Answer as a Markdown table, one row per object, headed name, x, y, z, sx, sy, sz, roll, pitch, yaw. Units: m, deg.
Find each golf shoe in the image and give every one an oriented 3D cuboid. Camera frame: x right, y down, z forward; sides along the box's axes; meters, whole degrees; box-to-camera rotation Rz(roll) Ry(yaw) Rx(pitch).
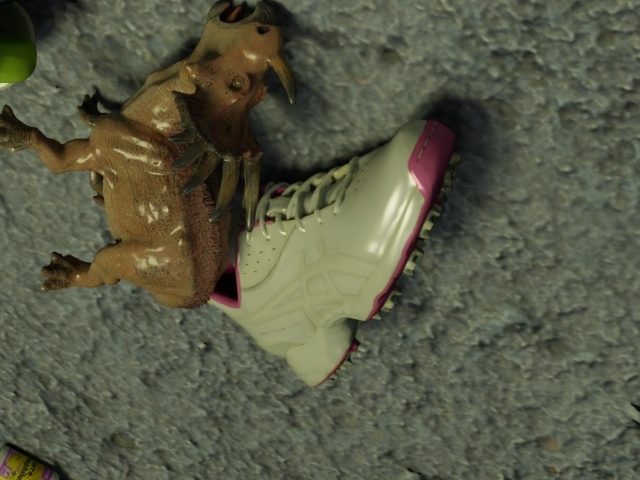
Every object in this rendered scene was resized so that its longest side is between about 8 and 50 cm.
| name | x | y | z | sx | sy | sz | roll | pitch | yaw |
| --- | --- | --- | --- | --- | --- | --- | --- | --- | --- |
| golf shoe | 0.000 | 0.000 | 1.399 | 0.140 | 0.115 | 0.306 | 29 | 141 | -3 |

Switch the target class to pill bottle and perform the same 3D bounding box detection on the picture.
| name | x | y | z | sx | sy | sz | roll | pitch | yaw |
| --- | --- | --- | --- | --- | --- | --- | --- | --- | --- |
| pill bottle | -0.292 | 0.242 | 1.894 | 0.083 | 0.043 | 0.043 | 29 | 142 | -10 |

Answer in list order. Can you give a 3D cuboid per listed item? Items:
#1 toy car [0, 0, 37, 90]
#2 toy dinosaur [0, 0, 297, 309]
| name | x | y | z | sx | sy | sz | roll | pitch | yaw |
| --- | --- | --- | --- | --- | --- | --- | --- | --- | --- |
| toy car | -0.276 | -0.176 | 1.317 | 0.182 | 0.159 | 0.136 | 22 | 105 | 5 |
| toy dinosaur | -0.107 | -0.028 | 1.379 | 0.200 | 0.127 | 0.296 | 14 | 134 | 23 |
